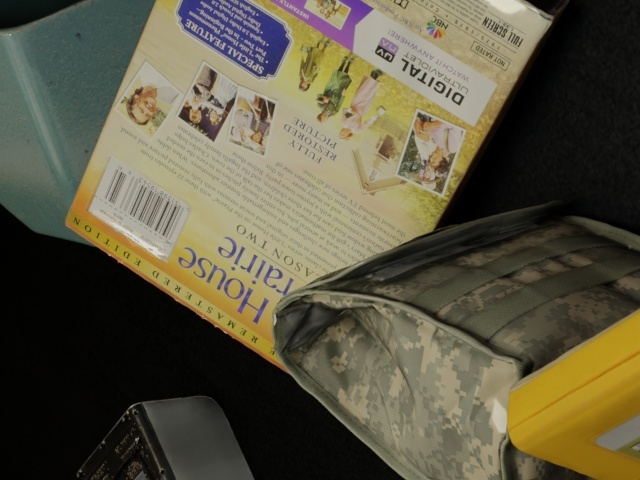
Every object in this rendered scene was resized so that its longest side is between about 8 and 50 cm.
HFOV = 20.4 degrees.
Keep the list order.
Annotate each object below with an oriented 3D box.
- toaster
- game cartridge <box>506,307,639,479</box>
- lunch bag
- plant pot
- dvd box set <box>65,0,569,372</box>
[{"bbox_3d":[-0.155,0.273,1.866,0.168,0.110,0.185,-51,58,45],"label":"toaster"},{"bbox_3d":[0.321,0.095,1.085,0.324,0.285,0.052,-38,38,50],"label":"game cartridge"},{"bbox_3d":[0.130,0.071,1.350,0.287,0.235,0.169,25,123,47],"label":"lunch bag"},{"bbox_3d":[-0.235,-0.138,1.781,0.247,0.248,0.252,12,123,50],"label":"plant pot"},{"bbox_3d":[-0.018,-0.102,1.508,0.307,0.062,0.420,32,122,10],"label":"dvd box set"}]
